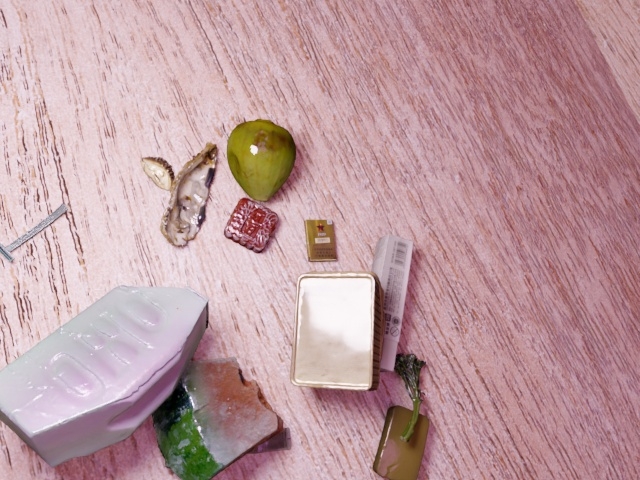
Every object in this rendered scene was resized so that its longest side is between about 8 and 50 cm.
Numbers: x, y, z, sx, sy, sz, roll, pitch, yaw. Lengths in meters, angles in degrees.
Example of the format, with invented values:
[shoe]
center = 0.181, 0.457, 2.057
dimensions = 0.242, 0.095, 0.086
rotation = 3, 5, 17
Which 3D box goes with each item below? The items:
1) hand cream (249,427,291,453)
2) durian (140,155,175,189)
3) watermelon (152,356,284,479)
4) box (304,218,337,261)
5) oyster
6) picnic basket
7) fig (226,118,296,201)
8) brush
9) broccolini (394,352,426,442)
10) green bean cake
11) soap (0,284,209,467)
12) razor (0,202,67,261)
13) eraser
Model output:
[hand cream]
center = -0.156, 0.539, 1.349
dimensions = 0.164, 0.037, 0.057
rotation = 2, 73, -26
[durian]
center = -0.463, -0.202, 1.463
dimensions = 0.066, 0.052, 0.130
rotation = -43, 87, 14
[watermelon]
center = -0.261, 0.427, 1.259
dimensions = 0.301, 0.151, 0.264
rotation = -23, 68, -27
[box]
center = 0.000, 0.000, 1.564
dimensions = 0.090, 0.023, 0.134
rotation = -2, 75, -21
[oyster]
center = -0.369, -0.140, 1.452
dimensions = 0.128, 0.078, 0.345
rotation = 39, 56, -42
[picnic basket]
center = 0.055, 0.245, 1.384
dimensions = 0.227, 0.175, 0.313
rotation = -1, 75, 15
[fig]
center = -0.174, -0.241, 1.478
dimensions = 0.207, 0.207, 0.230
rotation = 11, 70, -16
[brush]
center = 0.231, 0.585, 1.449
dimensions = 0.123, 0.059, 0.197
rotation = 24, 67, -7
[broccolini]
center = 0.242, 0.438, 1.455
dimensions = 0.123, 0.062, 0.272
rotation = 24, 47, -8
[green bean cake]
center = -0.202, -0.046, 1.490
dimensions = 0.135, 0.056, 0.135
rotation = 28, 66, -9
[soap]
center = -0.456, 0.269, 1.128
dimensions = 0.261, 0.156, 0.446
rotation = 29, 46, 20
[razor]
center = -0.739, -0.028, 1.308
dimensions = 0.068, 0.037, 0.191
rotation = 48, 63, -6
[eraser]
center = 0.197, 0.188, 1.537
dimensions = 0.098, 0.096, 0.405
rotation = 18, 70, -15
